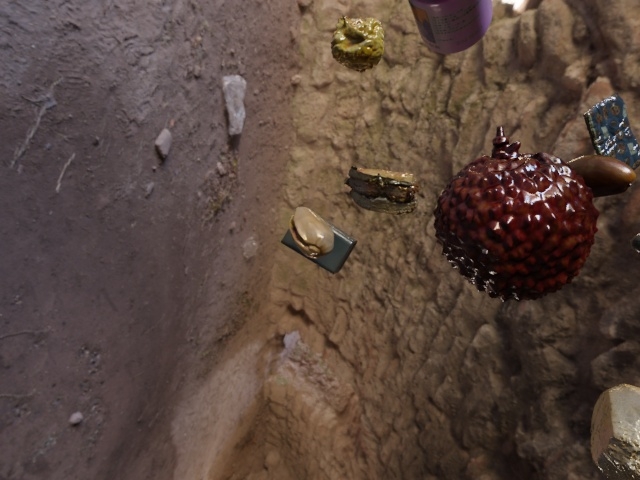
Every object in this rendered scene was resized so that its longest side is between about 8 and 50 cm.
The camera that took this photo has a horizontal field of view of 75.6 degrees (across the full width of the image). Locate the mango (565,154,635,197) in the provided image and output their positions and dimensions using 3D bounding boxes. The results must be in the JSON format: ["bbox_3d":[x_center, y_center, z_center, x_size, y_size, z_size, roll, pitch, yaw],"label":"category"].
[{"bbox_3d":[0.820,-0.195,1.286,0.111,0.267,0.133,-32,108,-34],"label":"mango"}]

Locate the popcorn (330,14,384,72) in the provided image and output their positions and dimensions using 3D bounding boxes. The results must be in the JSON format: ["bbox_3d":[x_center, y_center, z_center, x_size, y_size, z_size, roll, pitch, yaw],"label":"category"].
[{"bbox_3d":[0.117,-0.629,1.313,0.170,0.180,0.180,70,39,-53],"label":"popcorn"}]

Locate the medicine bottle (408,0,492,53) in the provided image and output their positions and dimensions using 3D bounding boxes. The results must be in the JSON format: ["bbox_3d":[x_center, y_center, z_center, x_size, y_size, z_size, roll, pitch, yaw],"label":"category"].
[{"bbox_3d":[0.280,-0.570,0.916,0.290,0.178,0.178,16,94,-63],"label":"medicine bottle"}]

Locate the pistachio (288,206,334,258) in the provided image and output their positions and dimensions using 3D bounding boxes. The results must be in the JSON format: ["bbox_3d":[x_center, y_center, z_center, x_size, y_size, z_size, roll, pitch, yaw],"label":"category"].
[{"bbox_3d":[-0.030,-0.024,1.401,0.145,0.200,0.117,-2,133,-36],"label":"pistachio"}]

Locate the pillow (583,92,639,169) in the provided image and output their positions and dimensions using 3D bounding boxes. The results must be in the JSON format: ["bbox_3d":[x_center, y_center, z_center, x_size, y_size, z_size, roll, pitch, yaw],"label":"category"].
[{"bbox_3d":[0.944,-0.328,1.329,0.189,0.256,0.034,-30,-170,-19],"label":"pillow"}]

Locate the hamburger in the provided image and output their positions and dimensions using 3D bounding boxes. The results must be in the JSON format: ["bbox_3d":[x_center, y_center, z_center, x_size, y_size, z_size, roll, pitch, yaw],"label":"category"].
[{"bbox_3d":[0.243,-0.192,1.549,0.282,0.245,0.155,-123,-149,-65],"label":"hamburger"}]

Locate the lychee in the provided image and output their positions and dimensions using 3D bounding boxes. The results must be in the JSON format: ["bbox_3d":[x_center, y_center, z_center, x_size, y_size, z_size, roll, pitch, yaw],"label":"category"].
[{"bbox_3d":[0.535,-0.069,1.172,0.424,0.424,0.500,-43,117,-69],"label":"lychee"}]

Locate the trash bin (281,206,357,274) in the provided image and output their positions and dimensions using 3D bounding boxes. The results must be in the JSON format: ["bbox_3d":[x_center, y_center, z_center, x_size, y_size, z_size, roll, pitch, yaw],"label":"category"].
[{"bbox_3d":[0.000,0.000,1.590,0.164,0.240,0.122,-61,166,10],"label":"trash bin"}]

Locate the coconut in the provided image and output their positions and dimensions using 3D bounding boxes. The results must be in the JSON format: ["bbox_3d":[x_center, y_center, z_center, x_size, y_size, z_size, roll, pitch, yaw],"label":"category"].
[{"bbox_3d":[0.995,0.600,1.205,0.297,0.309,0.297,13,90,-68],"label":"coconut"}]

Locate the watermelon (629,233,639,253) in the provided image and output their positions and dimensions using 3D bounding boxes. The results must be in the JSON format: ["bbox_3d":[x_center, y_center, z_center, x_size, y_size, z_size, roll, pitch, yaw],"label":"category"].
[{"bbox_3d":[1.549,0.012,1.988,0.133,0.105,0.105,20,-90,68],"label":"watermelon"}]
